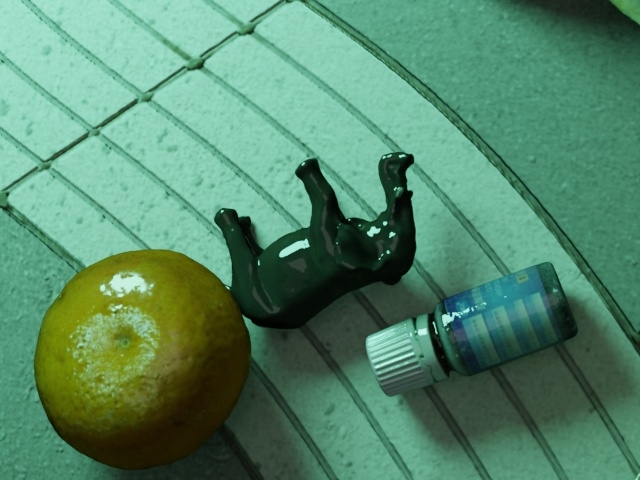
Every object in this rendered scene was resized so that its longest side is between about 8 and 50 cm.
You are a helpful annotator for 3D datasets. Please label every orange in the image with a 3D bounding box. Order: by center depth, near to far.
[{"bbox_3d":[-0.174,0.120,1.521,0.224,0.170,0.224,-3,80,14],"label":"orange"}]

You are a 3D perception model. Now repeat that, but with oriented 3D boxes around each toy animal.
[{"bbox_3d":[0.004,0.000,1.540,0.245,0.115,0.146,-34,70,28],"label":"toy animal"}]

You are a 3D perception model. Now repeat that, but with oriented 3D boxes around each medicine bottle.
[{"bbox_3d":[0.148,0.092,1.502,0.203,0.083,0.083,-23,79,9],"label":"medicine bottle"}]

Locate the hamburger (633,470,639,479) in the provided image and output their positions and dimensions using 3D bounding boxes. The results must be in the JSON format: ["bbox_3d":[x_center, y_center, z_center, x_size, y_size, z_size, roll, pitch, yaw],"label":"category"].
[{"bbox_3d":[0.412,0.292,1.375,0.300,0.176,0.300,-1,84,10],"label":"hamburger"}]

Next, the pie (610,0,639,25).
[{"bbox_3d":[0.416,-0.321,1.470,0.338,0.075,0.337,1,69,-2],"label":"pie"}]
